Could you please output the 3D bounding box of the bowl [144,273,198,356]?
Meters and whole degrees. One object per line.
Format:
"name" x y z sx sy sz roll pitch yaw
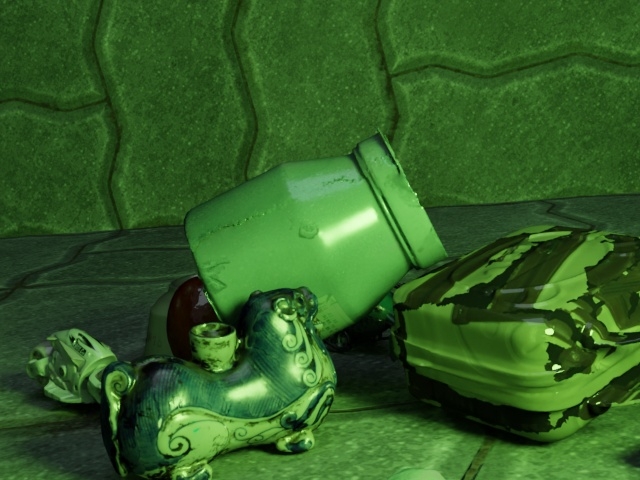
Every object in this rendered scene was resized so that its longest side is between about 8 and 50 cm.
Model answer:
"bowl" -0.186 0.126 1.497 0.238 0.126 0.238 -5 10 1

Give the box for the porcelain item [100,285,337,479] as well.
"porcelain item" -0.112 0.164 1.022 0.288 0.186 0.138 -10 12 -25

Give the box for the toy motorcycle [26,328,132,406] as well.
"toy motorcycle" -0.339 0.181 1.269 0.254 0.112 0.112 5 13 43

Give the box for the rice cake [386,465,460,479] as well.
"rice cake" 0.039 0.264 0.733 0.081 0.051 0.290 -10 6 31

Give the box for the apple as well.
"apple" -0.155 0.138 1.309 0.147 0.156 0.158 -1 32 -1

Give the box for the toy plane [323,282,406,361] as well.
"toy plane" 0.079 0.107 1.419 0.106 0.155 0.382 -10 27 -36

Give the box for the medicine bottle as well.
"medicine bottle" 0.000 0.000 1.195 0.290 0.245 0.245 -28 6 8

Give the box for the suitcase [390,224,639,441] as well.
"suitcase" 0.300 0.115 1.100 0.351 0.194 0.339 -22 21 -36
